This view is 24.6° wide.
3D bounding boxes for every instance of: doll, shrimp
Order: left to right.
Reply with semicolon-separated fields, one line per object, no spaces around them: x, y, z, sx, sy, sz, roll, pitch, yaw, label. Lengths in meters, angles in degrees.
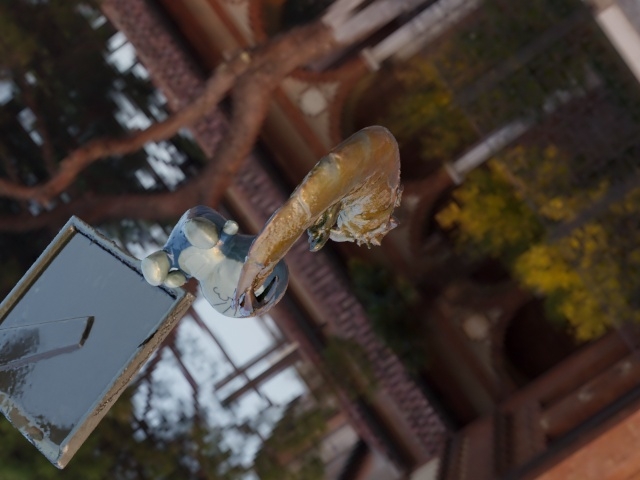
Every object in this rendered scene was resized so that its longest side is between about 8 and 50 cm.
-0.057;0.013;0.914;0.083;0.076;0.050;38;-133;-13;doll
0.001;0.001;0.806;0.034;0.124;0.178;41;171;12;shrimp

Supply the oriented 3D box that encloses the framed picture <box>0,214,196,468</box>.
-0.252;0.091;1.458;0.019;0.209;0.281;43;172;-35;framed picture
